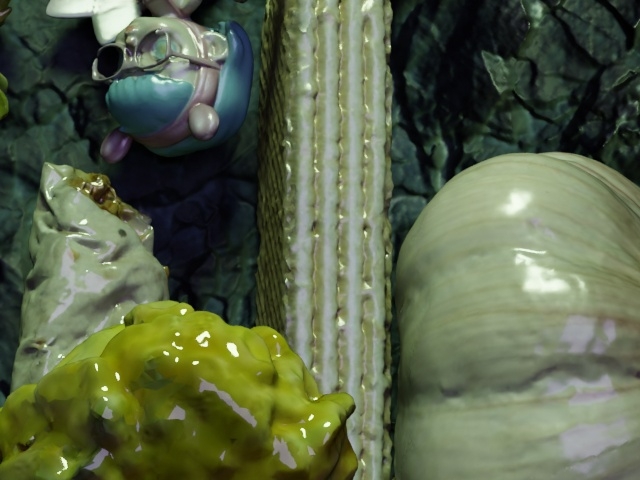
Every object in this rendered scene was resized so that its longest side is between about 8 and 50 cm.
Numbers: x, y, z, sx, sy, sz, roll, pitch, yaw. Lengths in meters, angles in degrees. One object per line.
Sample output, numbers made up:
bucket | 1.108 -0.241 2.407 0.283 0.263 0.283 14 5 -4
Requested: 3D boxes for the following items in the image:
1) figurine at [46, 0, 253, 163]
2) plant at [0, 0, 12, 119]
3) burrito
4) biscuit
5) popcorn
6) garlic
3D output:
figurine | -0.080 -0.184 1.291 0.103 0.205 0.260 24 63 -53
plant | -0.363 -0.178 1.201 0.261 0.297 0.306 29 88 26
burrito | -0.153 0.144 1.235 0.117 0.076 0.392 6 78 -19
biscuit | 0.000 0.000 1.270 0.078 0.144 0.426 3 79 -11
popcorn | -0.093 0.160 1.111 0.233 0.192 0.266 24 110 5
garlic | 0.160 0.095 1.215 0.241 0.322 0.322 10 75 5
